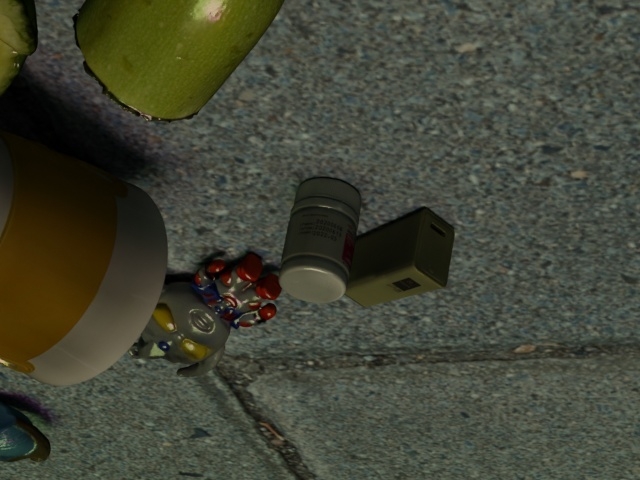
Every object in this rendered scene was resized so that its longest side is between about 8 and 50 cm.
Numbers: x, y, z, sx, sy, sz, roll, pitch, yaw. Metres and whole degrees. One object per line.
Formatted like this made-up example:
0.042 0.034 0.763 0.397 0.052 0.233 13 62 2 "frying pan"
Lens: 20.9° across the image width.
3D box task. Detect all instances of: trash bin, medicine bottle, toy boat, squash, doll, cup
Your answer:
0.065 0.018 1.492 0.043 0.061 0.092 33 144 -32 "trash bin"
0.000 0.000 1.450 0.058 0.091 0.058 8 148 5 "medicine bottle"
-0.391 0.213 1.914 0.186 0.075 0.077 1 144 7 "toy boat"
-0.086 -0.172 1.182 0.123 0.123 0.187 22 144 -18 "squash"
-0.115 0.071 1.627 0.104 0.062 0.195 32 135 -32 "doll"
-0.276 -0.006 1.422 0.241 0.185 0.226 23 175 40 "cup"

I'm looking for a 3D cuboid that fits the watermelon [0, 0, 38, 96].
-0.335 -0.209 1.134 0.331 0.189 0.331 5 162 2 "watermelon"
